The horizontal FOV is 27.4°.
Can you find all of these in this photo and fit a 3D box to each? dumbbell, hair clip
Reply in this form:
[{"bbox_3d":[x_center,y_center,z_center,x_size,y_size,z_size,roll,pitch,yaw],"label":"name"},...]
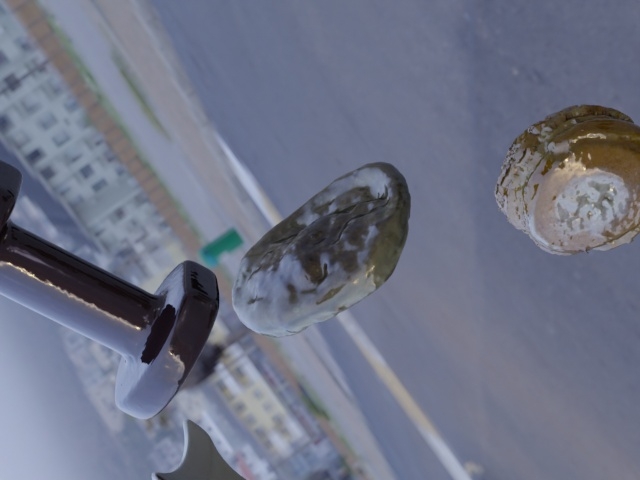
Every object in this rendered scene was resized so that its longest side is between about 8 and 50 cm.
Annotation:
[{"bbox_3d":[-0.201,0.040,1.052,0.225,0.124,0.140,28,-163,-18],"label":"dumbbell"},{"bbox_3d":[-0.105,0.384,1.786,0.282,0.113,0.172,29,-159,-1],"label":"hair clip"}]

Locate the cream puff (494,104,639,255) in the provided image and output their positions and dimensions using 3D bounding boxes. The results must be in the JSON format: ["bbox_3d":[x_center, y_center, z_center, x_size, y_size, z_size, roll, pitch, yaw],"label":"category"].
[{"bbox_3d":[0.248,-0.060,1.271,0.115,0.165,0.150,-108,32,-59],"label":"cream puff"}]

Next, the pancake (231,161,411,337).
[{"bbox_3d":[0.000,0.000,1.376,0.050,0.242,0.242,48,179,-28],"label":"pancake"}]
